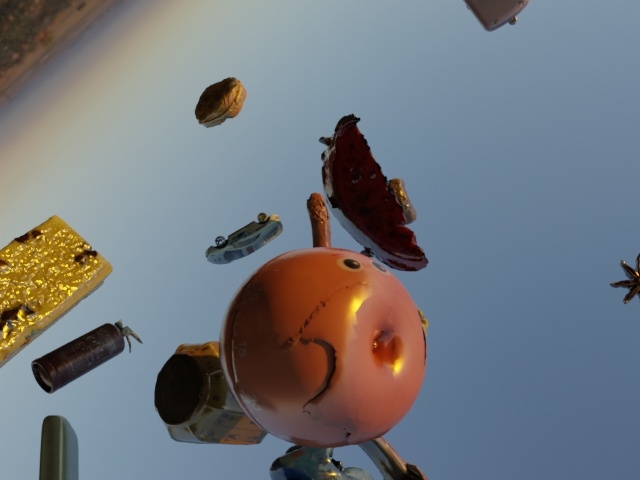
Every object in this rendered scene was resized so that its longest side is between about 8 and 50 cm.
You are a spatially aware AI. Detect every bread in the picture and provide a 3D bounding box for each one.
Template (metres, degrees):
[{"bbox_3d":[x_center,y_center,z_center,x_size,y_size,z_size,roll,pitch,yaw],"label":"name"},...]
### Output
[{"bbox_3d":[0.177,-0.086,1.304,0.060,0.113,0.082,-19,-172,20],"label":"bread"},{"bbox_3d":[-0.469,0.102,0.813,0.077,0.138,0.361,-37,-170,36],"label":"bread"},{"bbox_3d":[-0.180,-0.244,1.013,0.110,0.044,0.083,-11,-123,38],"label":"bread"}]

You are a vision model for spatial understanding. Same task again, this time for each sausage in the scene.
[{"bbox_3d":[-0.001,0.000,1.739,0.078,0.078,0.304,-14,-104,42],"label":"sausage"}]

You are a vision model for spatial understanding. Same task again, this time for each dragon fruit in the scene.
[{"bbox_3d":[0.078,-0.068,1.196,0.100,0.344,0.282,-29,180,-12],"label":"dragon fruit"}]

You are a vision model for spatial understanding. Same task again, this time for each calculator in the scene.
[{"bbox_3d":[0.322,-0.484,1.088,0.100,0.175,0.032,-35,173,16],"label":"calculator"}]

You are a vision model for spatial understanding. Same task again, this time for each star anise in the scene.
[{"bbox_3d":[0.751,0.096,1.322,0.141,0.042,0.141,-5,-109,16],"label":"star anise"}]

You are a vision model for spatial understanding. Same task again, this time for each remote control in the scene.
[{"bbox_3d":[-0.310,0.355,0.669,0.038,0.090,0.309,-10,-131,-13],"label":"remote control"}]

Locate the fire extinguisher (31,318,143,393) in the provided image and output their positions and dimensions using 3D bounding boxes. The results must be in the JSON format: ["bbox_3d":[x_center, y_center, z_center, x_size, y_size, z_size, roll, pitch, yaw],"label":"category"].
[{"bbox_3d":[-0.592,0.290,1.466,0.104,0.105,0.269,-15,-170,41],"label":"fire extinguisher"}]

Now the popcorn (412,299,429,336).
[{"bbox_3d":[0.163,0.256,1.544,0.270,0.224,0.258,82,34,-84],"label":"popcorn"}]

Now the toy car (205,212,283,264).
[{"bbox_3d":[-0.183,0.002,1.383,0.205,0.095,0.056,-31,-111,-10],"label":"toy car"}]

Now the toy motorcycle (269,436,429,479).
[{"bbox_3d":[0.031,0.394,0.851,0.182,0.319,0.241,-52,-150,10],"label":"toy motorcycle"}]

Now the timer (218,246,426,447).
[{"bbox_3d":[0.003,0.121,0.659,0.215,0.229,0.230,-3,-134,48],"label":"timer"}]

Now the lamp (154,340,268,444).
[{"bbox_3d":[-0.153,0.239,0.880,0.161,0.185,0.161,-16,-116,34],"label":"lamp"}]
